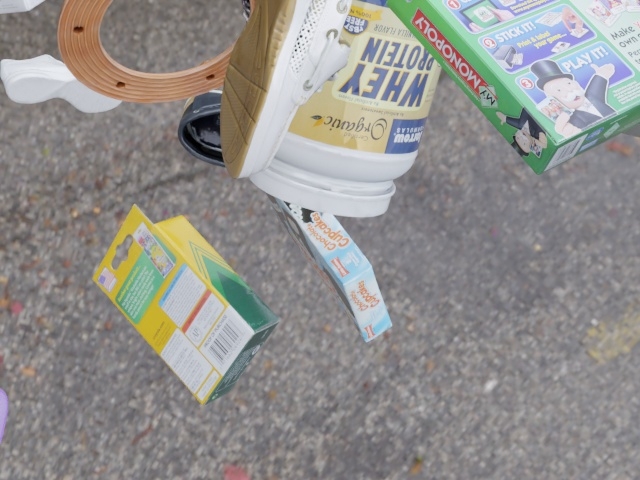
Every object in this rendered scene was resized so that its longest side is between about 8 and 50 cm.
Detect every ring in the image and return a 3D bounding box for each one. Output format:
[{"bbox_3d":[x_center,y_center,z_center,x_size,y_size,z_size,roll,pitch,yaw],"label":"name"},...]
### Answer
[{"bbox_3d":[-0.207,-0.316,1.596,0.337,0.336,0.032,-1,56,-30],"label":"ring"}]

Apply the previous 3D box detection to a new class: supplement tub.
[{"bbox_3d":[0.034,-0.209,1.438,0.228,0.316,0.228,13,19,-4],"label":"supplement tub"}]

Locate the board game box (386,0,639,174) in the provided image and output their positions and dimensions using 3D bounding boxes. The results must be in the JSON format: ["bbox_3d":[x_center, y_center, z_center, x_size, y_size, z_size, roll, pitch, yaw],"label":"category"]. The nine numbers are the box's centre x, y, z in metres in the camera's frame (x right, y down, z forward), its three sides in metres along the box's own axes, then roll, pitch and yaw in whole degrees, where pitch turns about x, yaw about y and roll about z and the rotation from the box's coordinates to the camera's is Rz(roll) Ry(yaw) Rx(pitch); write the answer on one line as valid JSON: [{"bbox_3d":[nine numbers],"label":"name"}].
[{"bbox_3d":[0.245,-0.202,1.018,0.317,0.046,0.213,-25,66,-29],"label":"board game box"}]

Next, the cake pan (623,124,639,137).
[{"bbox_3d":[0.391,-0.226,1.271,0.293,0.054,0.293,-5,54,6],"label":"cake pan"}]

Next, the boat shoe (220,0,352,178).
[{"bbox_3d":[-0.015,-0.172,0.999,0.096,0.277,0.098,3,36,-29],"label":"boat shoe"}]

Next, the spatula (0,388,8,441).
[{"bbox_3d":[-0.472,0.221,1.593,0.030,0.296,0.084,10,65,-7],"label":"spatula"}]

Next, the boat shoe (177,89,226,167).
[{"bbox_3d":[-0.063,-0.200,2.316,0.500,0.186,0.156,12,27,10],"label":"boat shoe"}]

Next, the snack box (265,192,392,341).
[{"bbox_3d":[0.000,0.000,1.861,0.060,0.187,0.322,-32,54,-7],"label":"snack box"}]

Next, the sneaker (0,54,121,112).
[{"bbox_3d":[-0.431,-0.274,1.884,0.212,0.080,0.094,3,39,-38],"label":"sneaker"}]

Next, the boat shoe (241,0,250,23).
[{"bbox_3d":[-0.112,-0.463,1.967,0.095,0.335,0.112,-16,18,-37],"label":"boat shoe"}]

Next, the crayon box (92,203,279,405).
[{"bbox_3d":[-0.244,0.104,1.999,0.323,0.203,0.083,46,34,16],"label":"crayon box"}]

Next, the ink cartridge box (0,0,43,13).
[{"bbox_3d":[-0.401,-0.396,1.447,0.060,0.180,0.104,1,33,27],"label":"ink cartridge box"}]
